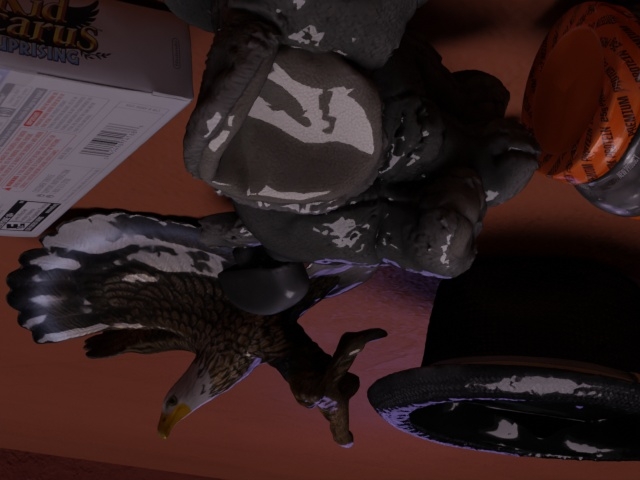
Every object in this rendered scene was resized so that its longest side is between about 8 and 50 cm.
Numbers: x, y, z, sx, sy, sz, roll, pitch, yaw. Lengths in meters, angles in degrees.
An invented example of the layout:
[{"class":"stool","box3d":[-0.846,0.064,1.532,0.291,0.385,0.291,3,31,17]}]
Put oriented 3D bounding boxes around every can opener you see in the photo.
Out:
[{"class":"can opener","box3d":[0.000,0.000,0.669,0.074,0.093,0.280,-27,-173,-25]}]

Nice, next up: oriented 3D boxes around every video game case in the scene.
[{"class":"video game case","box3d":[-0.244,-0.074,0.559,0.244,0.061,0.269,4,161,-35]}]

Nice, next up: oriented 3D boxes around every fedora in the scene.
[{"class":"fedora","box3d":[0.212,0.109,0.900,0.334,0.152,0.334,5,158,2]}]

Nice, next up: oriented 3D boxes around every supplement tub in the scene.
[{"class":"supplement tub","box3d":[0.213,-0.061,0.507,0.191,0.116,0.117,10,158,-16]}]

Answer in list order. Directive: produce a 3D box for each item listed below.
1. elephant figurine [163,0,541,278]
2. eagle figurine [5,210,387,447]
[{"class":"elephant figurine","box3d":[-0.003,-0.095,0.440,0.169,0.186,0.239,29,166,38]},{"class":"eagle figurine","box3d":[-0.107,0.078,0.879,0.298,0.225,0.226,26,122,21]}]
